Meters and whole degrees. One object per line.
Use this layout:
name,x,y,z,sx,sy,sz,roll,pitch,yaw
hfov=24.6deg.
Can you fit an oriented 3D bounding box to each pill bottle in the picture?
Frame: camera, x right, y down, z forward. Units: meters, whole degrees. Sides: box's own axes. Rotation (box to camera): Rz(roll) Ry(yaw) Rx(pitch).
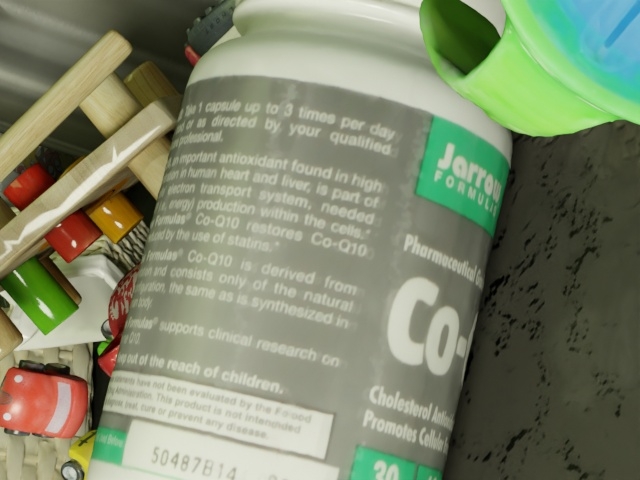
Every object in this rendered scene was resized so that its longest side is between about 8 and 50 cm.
pill bottle,0.000,0.000,0.879,0.204,0.204,0.361,-7,68,64

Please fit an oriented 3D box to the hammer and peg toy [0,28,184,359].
hammer and peg toy,-0.192,-0.026,1.116,0.266,0.127,0.361,-39,3,7

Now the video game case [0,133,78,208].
video game case,-0.293,-0.119,1.593,0.026,0.206,0.227,-13,58,28

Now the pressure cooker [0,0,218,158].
pressure cooker,-0.271,-0.274,1.375,0.370,0.420,0.375,2,75,66

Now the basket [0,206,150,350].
basket,-0.245,0.029,1.411,0.167,0.113,0.103,-8,51,22

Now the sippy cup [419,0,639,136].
sippy cup,0.175,-0.199,0.654,0.224,0.305,0.240,-90,-15,-56

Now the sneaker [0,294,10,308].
sneaker,-0.326,0.100,1.633,0.227,0.087,0.130,-64,31,27

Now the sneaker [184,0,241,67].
sneaker,0.014,-0.172,1.104,0.299,0.121,0.112,-39,69,49

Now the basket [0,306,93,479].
basket,-0.421,0.240,1.453,0.266,0.328,0.331,-45,36,42

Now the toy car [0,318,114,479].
toy car,-0.181,0.127,1.289,0.239,0.053,0.225,75,-146,-49

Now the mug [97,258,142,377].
mug,-0.122,0.048,1.182,0.169,0.150,0.113,-27,74,63
